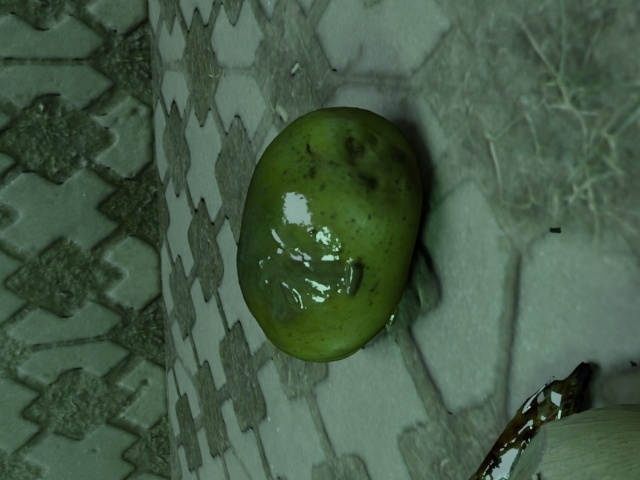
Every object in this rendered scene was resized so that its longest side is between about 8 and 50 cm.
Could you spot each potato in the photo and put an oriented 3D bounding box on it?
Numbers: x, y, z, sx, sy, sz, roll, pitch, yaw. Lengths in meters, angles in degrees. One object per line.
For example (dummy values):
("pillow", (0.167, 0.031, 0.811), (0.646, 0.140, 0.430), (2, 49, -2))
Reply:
("potato", (0.001, 0.001, 0.635), (0.197, 0.148, 0.228), (61, 148, 16))

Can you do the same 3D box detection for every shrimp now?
("shrimp", (0.156, 0.184, 0.436), (0.148, 0.035, 0.195), (42, 115, 40))

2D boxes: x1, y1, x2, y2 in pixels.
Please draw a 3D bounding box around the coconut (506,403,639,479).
("coconut", (0.145, 0.149, 0.301), (0.171, 0.170, 0.183), (-132, 38, -54))
